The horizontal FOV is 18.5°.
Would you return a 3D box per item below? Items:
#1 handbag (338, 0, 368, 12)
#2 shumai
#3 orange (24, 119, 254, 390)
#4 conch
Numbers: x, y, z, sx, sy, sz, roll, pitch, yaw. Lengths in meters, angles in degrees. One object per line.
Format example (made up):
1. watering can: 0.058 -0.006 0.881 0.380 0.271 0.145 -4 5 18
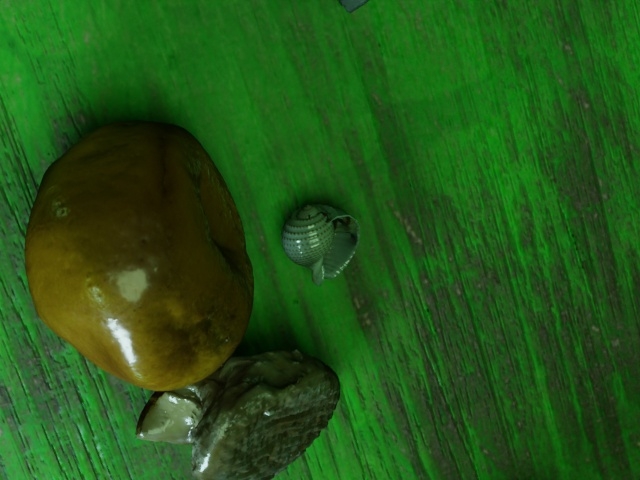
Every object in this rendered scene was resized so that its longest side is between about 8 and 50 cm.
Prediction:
1. handbag: 0.017 -0.329 1.762 0.144 0.057 0.221 -33 114 6
2. shumai: -0.086 0.155 1.880 0.153 0.209 0.161 31 112 24
3. orange: -0.171 0.021 1.766 0.183 0.249 0.249 -18 114 12
4. conch: -0.002 -0.003 1.880 0.076 0.056 0.085 -24 145 -21
